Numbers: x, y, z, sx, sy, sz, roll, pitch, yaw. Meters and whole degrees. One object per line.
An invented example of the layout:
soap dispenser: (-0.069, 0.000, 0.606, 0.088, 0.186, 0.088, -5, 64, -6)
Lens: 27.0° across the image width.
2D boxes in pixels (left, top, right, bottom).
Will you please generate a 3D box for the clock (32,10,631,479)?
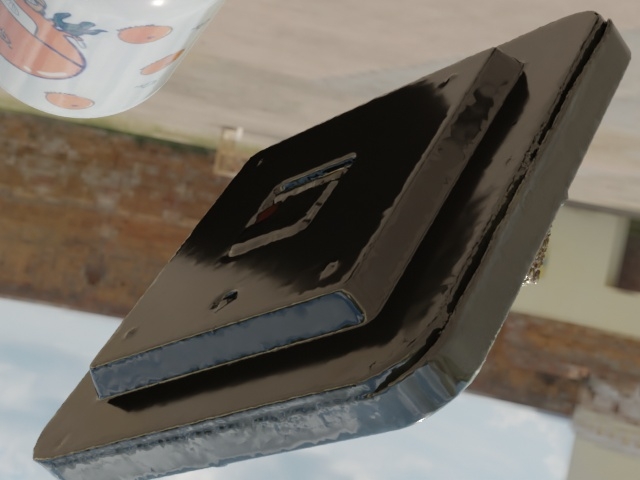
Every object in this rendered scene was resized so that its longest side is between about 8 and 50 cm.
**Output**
clock: (0.000, -0.001, 0.662, 0.279, 0.273, 0.049, -20, 117, 42)

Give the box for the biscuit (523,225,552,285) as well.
biscuit: (0.223, -0.071, 1.371, 0.025, 0.231, 0.131, 10, 172, 31)

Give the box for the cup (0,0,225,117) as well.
cup: (-0.170, -0.243, 1.076, 0.212, 0.212, 0.317, 10, 166, -18)
